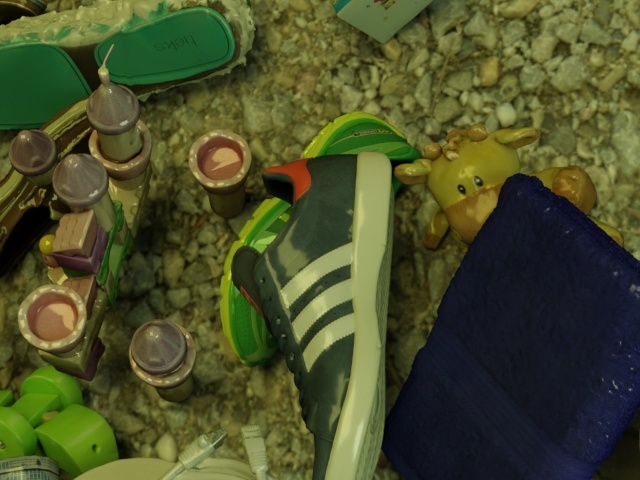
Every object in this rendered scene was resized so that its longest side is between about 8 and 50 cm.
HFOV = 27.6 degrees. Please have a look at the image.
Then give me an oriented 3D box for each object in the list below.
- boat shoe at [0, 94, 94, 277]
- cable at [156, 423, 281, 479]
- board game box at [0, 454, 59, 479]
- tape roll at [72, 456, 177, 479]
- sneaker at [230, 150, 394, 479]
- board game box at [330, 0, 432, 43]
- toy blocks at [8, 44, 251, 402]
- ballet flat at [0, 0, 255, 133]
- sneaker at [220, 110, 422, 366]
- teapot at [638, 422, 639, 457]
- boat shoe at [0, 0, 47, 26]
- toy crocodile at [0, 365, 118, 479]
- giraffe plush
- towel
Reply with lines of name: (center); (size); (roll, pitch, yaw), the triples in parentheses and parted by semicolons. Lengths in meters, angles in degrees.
boat shoe: (-0.316, -0.055, 1.521); (0.257, 0.095, 0.095); (-44, 71, 6)
cable: (-0.099, 0.317, 1.111); (0.257, 0.089, 0.257); (-36, 51, 9)
board game box: (-0.351, 0.272, 1.257); (0.194, 0.060, 0.194); (-14, 62, 8)
tape roll: (-0.169, 0.355, 1.246); (0.286, 0.100, 0.286); (-10, 63, 20)
sneaker: (-0.013, 0.079, 1.207); (0.148, 0.131, 0.350); (2, 62, 6)
board game box: (0.076, -0.410, 1.472); (0.224, 0.097, 0.303); (-38, 55, 24)
toy blocks: (-0.248, -0.014, 1.307); (0.309, 0.260, 0.288); (12, 70, 5)
ballet flat: (-0.259, -0.227, 1.566); (0.409, 0.147, 0.147); (-9, 63, 17)
sneaker: (0.000, 0.000, 1.334); (0.123, 0.109, 0.295); (26, 79, 34)
teapot: (0.356, 0.138, 1.057); (0.256, 0.252, 0.187); (-16, 26, -15)
boat shoe: (-0.430, -0.292, 1.696); (0.183, 0.066, 0.066); (7, 74, 37)
toy crocodile: (-0.367, 0.204, 1.410); (0.341, 0.105, 0.115); (1, 25, 25)
giraffe plush: (0.168, -0.036, 1.239); (0.181, 0.170, 0.210); (-42, 57, 1)
towel: (0.179, 0.122, 1.125); (0.227, 0.076, 0.308); (48, 124, 44)
